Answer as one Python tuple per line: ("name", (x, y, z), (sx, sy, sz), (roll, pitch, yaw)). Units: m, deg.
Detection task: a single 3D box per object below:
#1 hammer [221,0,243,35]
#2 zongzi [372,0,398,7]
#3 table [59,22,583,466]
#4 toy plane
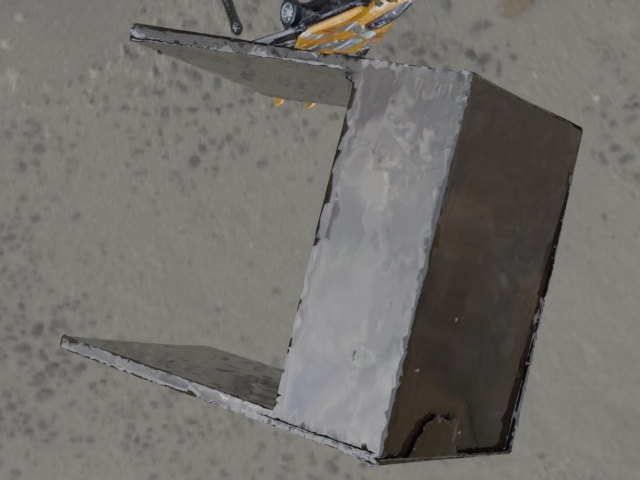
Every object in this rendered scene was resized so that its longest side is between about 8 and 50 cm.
("hammer", (-0.148, -0.387, 1.688), (0.029, 0.246, 0.103), (-19, 159, -1))
("zongzi", (0.056, -0.326, 0.843), (0.241, 0.247, 0.111), (-30, 167, 40))
("table", (0.000, 0.000, 0.864), (0.196, 0.282, 0.250), (10, 93, -57))
("toy plane", (0.032, -0.272, 1.446), (0.204, 0.103, 0.316), (0, 158, -35))
